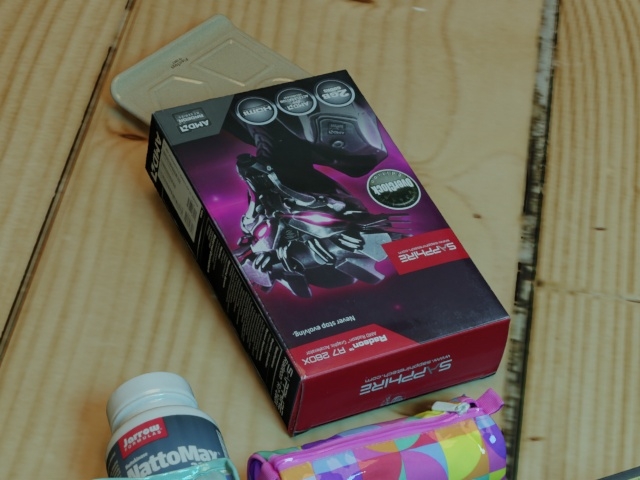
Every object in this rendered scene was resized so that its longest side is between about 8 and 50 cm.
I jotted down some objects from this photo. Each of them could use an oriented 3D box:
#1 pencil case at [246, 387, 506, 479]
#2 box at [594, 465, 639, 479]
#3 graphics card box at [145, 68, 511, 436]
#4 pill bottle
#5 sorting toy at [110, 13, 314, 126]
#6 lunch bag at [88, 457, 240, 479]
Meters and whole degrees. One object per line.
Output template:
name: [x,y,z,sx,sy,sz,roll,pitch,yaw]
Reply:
pencil case: [0.053,0.205,1.637,0.236,0.104,0.104,-16,49,-21]
box: [0.188,0.342,1.425,0.395,0.097,0.318,-17,39,-6]
graphics card box: [0.000,0.000,1.822,0.233,0.094,0.371,-14,52,-22]
pill bottle: [-0.130,0.208,1.601,0.108,0.108,0.180,-9,47,-17]
sorting toy: [-0.098,-0.150,2.022,0.208,0.038,0.193,37,51,20]
lunch bag: [-0.098,0.335,1.393,0.160,0.223,0.262,-11,47,-8]
